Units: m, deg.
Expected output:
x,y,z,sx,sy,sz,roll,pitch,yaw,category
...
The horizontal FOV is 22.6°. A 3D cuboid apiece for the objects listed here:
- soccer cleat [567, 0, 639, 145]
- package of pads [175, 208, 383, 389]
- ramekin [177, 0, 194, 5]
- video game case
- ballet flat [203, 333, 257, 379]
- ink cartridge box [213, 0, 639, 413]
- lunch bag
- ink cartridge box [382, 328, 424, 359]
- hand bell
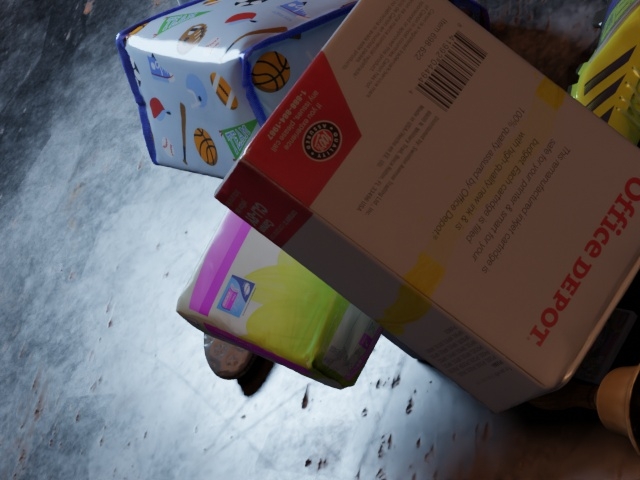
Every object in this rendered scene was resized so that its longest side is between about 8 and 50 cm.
x,y,z,sx,sy,sz,roll,pitch,yaw,category
0.359,-0.186,1.817,0.121,0.093,0.289,-3,55,35,soccer cleat
0.000,0.000,1.807,0.229,0.101,0.296,20,79,37,package of pads
-0.101,-0.370,2.351,0.207,0.207,0.109,1,49,45,ramekin
0.270,0.103,1.707,0.122,0.011,0.087,13,67,50,video game case
-0.105,0.077,2.074,0.084,0.058,0.250,-9,53,11,ballet flat
0.131,-0.048,1.637,0.279,0.385,0.160,-53,3,-21,ink cartridge box
-0.017,-0.245,2.098,0.385,0.239,0.328,-26,26,-29,lunch bag
0.171,0.033,1.804,0.153,0.087,0.208,3,60,46,ink cartridge box
0.274,0.155,1.600,0.242,0.126,0.126,2,57,59,hand bell
